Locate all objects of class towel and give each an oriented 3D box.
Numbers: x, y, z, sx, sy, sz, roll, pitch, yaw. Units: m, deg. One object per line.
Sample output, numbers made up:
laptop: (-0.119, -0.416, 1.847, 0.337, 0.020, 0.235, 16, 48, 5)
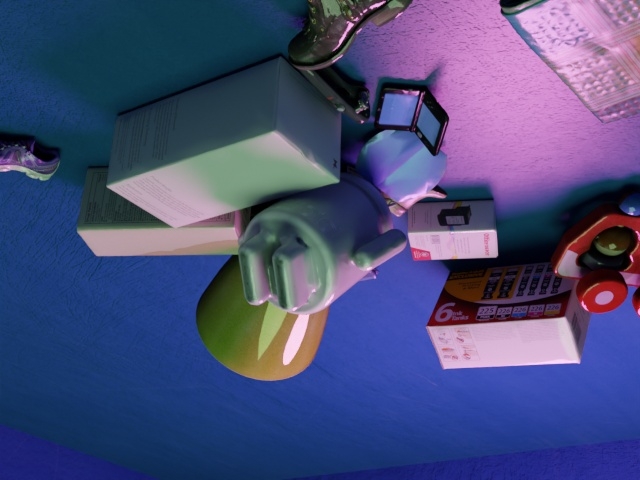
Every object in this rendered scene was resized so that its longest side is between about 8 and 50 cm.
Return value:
towel: (0.467, -0.305, 1.505, 0.271, 0.040, 0.370, -16, 149, 35)
towel: (0.078, 0.056, 2.257, 0.067, 0.029, 0.119, -11, 150, 26)

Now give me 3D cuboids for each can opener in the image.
can opener: (0.020, -0.248, 1.637, 0.073, 0.059, 0.186, -15, 148, 32)

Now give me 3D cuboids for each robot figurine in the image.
robot figurine: (0.000, 0.000, 1.795, 0.299, 0.353, 0.200, 12, 119, 30)

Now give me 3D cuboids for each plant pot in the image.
plant pot: (-0.082, 0.090, 2.040, 0.274, 0.275, 0.294, 12, 137, -17)

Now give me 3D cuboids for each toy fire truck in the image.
toy fire truck: (0.626, 0.009, 1.999, 0.302, 0.169, 0.254, 9, 128, -12)

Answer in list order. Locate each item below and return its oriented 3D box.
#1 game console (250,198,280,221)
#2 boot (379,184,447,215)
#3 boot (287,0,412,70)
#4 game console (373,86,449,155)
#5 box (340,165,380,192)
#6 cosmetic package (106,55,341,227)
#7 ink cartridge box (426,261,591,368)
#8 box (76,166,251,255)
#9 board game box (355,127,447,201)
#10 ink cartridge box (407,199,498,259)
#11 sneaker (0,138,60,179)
game console: (-0.136, 0.013, 2.183, 0.213, 0.044, 0.361, -5, 150, 17)
boot: (0.171, -0.083, 1.923, 0.118, 0.042, 0.087, 28, 111, -11)
boot: (-0.019, -0.366, 1.404, 0.229, 0.091, 0.263, 30, 139, -33)
game console: (0.153, -0.199, 1.704, 0.071, 0.107, 0.122, -28, 158, -17)
box: (0.033, -0.075, 1.998, 0.114, 0.036, 0.207, 21, 148, -31)
cosmetic package: (-0.165, -0.157, 1.731, 0.365, 0.155, 0.197, -14, 149, 29)
ink cartridge box: (0.424, 0.140, 2.198, 0.309, 0.272, 0.130, -7, 121, 29)
box: (-0.299, -0.057, 1.953, 0.311, 0.148, 0.121, 0, 153, 9)
board game box: (0.147, -0.148, 1.837, 0.168, 0.033, 0.133, 34, 118, -30)
ink cartridge box: (0.269, -0.020, 2.041, 0.175, 0.072, 0.127, -2, 152, 10)
sneaker: (-0.567, -0.169, 1.872, 0.169, 0.068, 0.071, 11, 138, -34)
